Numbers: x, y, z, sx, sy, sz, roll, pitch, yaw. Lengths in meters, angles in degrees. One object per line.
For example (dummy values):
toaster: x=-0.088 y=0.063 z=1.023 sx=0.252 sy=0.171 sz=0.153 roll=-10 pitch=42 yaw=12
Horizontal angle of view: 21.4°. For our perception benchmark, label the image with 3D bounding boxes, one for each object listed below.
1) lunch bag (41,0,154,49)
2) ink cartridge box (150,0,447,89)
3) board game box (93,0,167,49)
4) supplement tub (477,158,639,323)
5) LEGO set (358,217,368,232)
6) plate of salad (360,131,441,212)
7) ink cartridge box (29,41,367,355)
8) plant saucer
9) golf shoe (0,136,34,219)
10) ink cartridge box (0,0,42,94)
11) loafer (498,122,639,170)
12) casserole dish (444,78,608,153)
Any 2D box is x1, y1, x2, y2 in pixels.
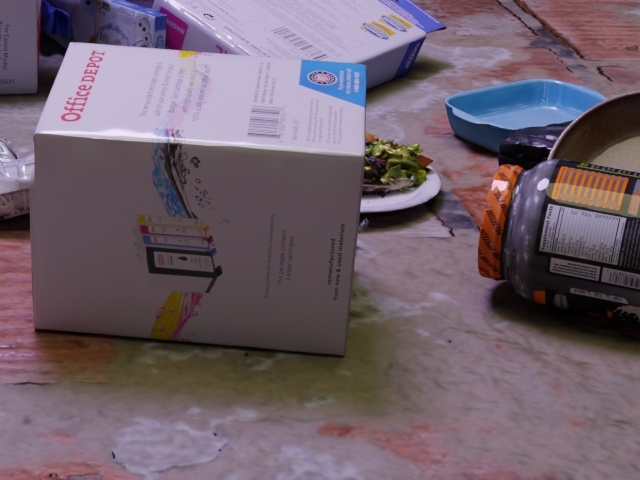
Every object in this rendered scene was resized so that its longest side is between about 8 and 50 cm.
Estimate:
lunch bag: x=-0.228 y=-0.291 z=1.918 sx=0.243 sy=0.115 sz=0.303 roll=-13 pitch=28 yaw=-31
ink cartridge box: x=-0.018 y=-0.225 z=1.803 sx=0.186 sy=0.065 sz=0.311 roll=36 pitch=37 yaw=19
board game box: x=-0.196 y=-0.197 z=1.728 sx=0.090 sy=0.090 sz=0.020 roll=23 pitch=28 yaw=36
supplement tub: x=0.224 y=0.002 z=1.312 sx=0.190 sy=0.117 sz=0.117 roll=11 pitch=24 yaw=16
LEGO set: x=-0.001 y=-0.001 z=1.404 sx=0.083 sy=0.023 sz=0.054 roll=-4 pitch=19 yaw=14
plate of salad: x=0.011 y=-0.072 z=1.524 sx=0.199 sy=0.048 sz=0.200 roll=6 pitch=23 yaw=-3
ink cartridge box: x=-0.087 y=-0.034 z=1.262 sx=0.232 sy=0.168 sz=0.171 roll=5 pitch=29 yaw=0
plant saucer: x=0.285 y=-0.037 z=1.415 sx=0.198 sy=0.036 sz=0.199 roll=-3 pitch=60 yaw=6
golf shoe: x=-0.246 y=-0.038 z=1.400 sx=0.176 sy=0.069 sz=0.086 roll=6 pitch=43 yaw=31
ink cartridge box: x=-0.378 y=-0.289 z=1.760 sx=0.271 sy=0.130 sz=0.309 roll=-3 pitch=42 yaw=-17
loafer: x=0.267 y=-0.064 z=1.522 sx=0.223 sy=0.076 sz=0.078 roll=16 pitch=34 yaw=34
casserole dish: x=0.208 y=-0.123 z=1.699 sx=0.188 sy=0.037 sz=0.114 roll=-14 pitch=29 yaw=-38
